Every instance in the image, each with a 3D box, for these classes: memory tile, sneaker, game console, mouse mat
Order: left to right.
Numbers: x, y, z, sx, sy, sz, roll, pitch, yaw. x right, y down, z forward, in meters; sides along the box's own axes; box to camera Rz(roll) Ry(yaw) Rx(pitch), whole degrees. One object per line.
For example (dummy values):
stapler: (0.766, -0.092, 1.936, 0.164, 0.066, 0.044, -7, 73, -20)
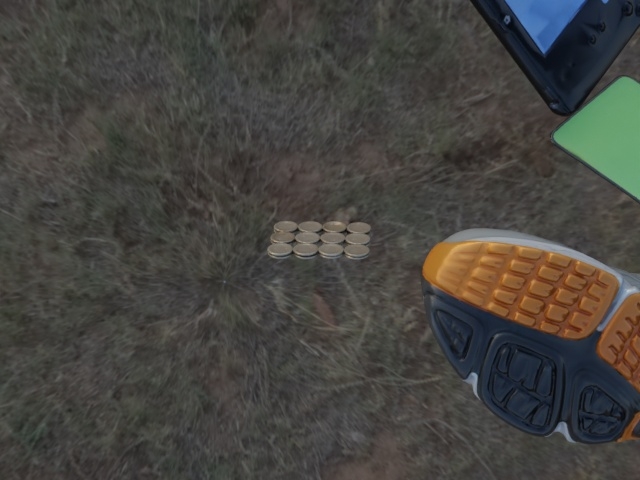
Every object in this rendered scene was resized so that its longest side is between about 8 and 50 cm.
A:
memory tile: (0.000, 0.000, 1.420, 0.148, 0.113, 0.012, 1, 117, 3)
game console: (0.345, -0.426, 1.402, 0.386, 0.060, 0.342, 46, 70, -27)
sneaker: (0.165, 0.056, 0.556, 0.262, 0.121, 0.099, 25, 109, -17)
mouse mat: (0.381, -0.107, 1.121, 0.152, 0.007, 0.190, -38, 64, -22)
